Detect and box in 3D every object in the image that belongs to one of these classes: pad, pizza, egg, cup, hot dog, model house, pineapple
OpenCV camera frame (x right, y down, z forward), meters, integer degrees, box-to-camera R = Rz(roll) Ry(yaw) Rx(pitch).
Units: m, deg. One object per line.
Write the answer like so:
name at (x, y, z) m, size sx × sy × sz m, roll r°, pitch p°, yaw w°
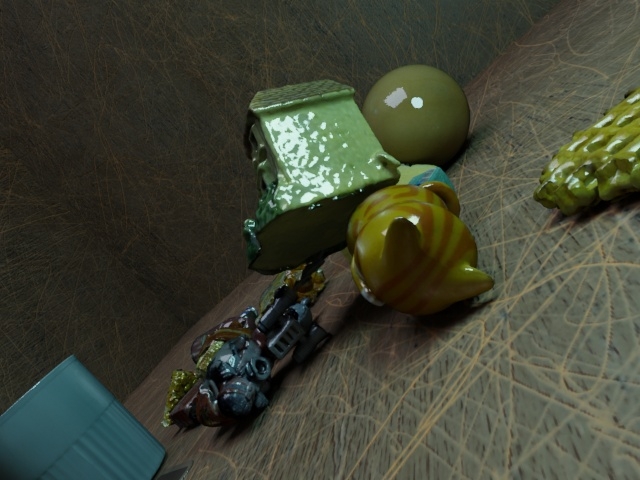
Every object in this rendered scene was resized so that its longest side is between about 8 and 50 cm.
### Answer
pad at (-0.338, 0.515, 0.893) m, size 0.176 × 0.002 × 0.266 m, roll -37°, pitch 9°, yaw 42°
pizza at (-0.341, 0.383, 1.270) m, size 0.041 × 0.131 × 0.178 m, roll 6°, pitch 21°, yaw 31°
egg at (0.262, -0.335, 1.390) m, size 0.301 × 0.301 × 0.374 m, roll -43°, pitch 9°, yaw 3°
cup at (-0.546, 0.471, 1.055) m, size 0.256 × 0.311 × 0.331 m, roll -35°, pitch 11°, yaw 50°
hot dog at (-0.214, 0.254, 1.172) m, size 0.146 × 0.103 × 0.213 m, roll -11°, pitch 21°, yaw -2°
model house at (-0.047, -0.119, 0.890) m, size 0.261 × 0.267 × 0.321 m, roll -18°, pitch -17°, yaw -18°
pineapple at (-0.093, 0.146, 1.293) m, size 0.236 × 0.114 × 0.186 m, roll -49°, pitch 9°, yaw -22°

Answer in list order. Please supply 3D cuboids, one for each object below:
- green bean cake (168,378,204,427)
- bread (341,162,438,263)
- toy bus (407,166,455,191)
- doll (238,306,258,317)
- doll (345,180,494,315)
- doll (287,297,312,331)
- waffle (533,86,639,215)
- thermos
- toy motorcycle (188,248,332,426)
green bean cake at (-0.286, 0.380, 1.192) m, size 0.135 × 0.056 × 0.135 m, roll -37°, pitch 10°, yaw 46°
bread at (0.147, -0.115, 1.233) m, size 0.236 × 0.198 × 0.263 m, roll -24°, pitch 21°, yaw 48°
toy bus at (0.185, -0.052, 1.018) m, size 0.109 × 0.091 × 0.262 m, roll -26°, pitch 19°, yaw 46°
doll at (-0.245, 0.262, 1.694) m, size 0.099 × 0.057 × 0.143 m, roll -57°, pitch -2°, yaw 14°
doll at (0.123, 0.009, 0.691) m, size 0.270 × 0.166 × 0.162 m, roll -82°, pitch 17°, yaw -69°
doll at (-0.089, 0.199, 1.086) m, size 0.179 × 0.075 × 0.120 m, roll -41°, pitch 11°, yaw 22°
waffle at (0.372, -0.130, 0.566) m, size 0.291 × 0.051 × 0.291 m, roll -40°, pitch 9°, yaw 8°
thermos at (-0.270, 0.293, 1.402) m, size 0.136 × 0.109 × 0.330 m, roll -48°, pitch 9°, yaw -38°
toy motorcycle at (-0.097, 0.197, 0.913) m, size 0.401 × 0.134 × 0.207 m, roll -46°, pitch 7°, yaw -7°
